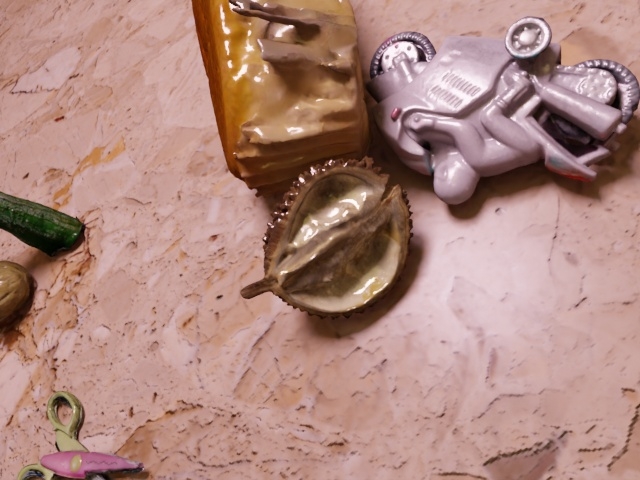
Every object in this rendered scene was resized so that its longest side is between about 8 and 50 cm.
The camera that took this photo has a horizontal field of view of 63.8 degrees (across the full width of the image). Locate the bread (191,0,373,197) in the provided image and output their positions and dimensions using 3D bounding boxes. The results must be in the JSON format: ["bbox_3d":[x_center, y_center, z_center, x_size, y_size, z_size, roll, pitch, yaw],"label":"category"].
[{"bbox_3d":[-0.061,-0.224,0.595,0.183,0.236,0.389,-14,50,1],"label":"bread"}]

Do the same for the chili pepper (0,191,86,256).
[{"bbox_3d":[-0.437,-0.046,0.687,0.088,0.227,0.059,-19,59,23],"label":"chili pepper"}]

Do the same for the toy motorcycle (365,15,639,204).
[{"bbox_3d":[0.154,-0.117,0.507,0.260,0.110,0.171,20,93,25],"label":"toy motorcycle"}]

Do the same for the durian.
[{"bbox_3d":[0.000,0.000,0.512,0.188,0.148,0.091,-35,21,-6],"label":"durian"}]

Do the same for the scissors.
[{"bbox_3d":[-0.274,0.256,0.585,0.187,0.020,0.134,6,73,31],"label":"scissors"}]

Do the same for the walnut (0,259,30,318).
[{"bbox_3d":[-0.461,0.071,0.734,0.092,0.092,0.092,-11,62,22],"label":"walnut"}]
